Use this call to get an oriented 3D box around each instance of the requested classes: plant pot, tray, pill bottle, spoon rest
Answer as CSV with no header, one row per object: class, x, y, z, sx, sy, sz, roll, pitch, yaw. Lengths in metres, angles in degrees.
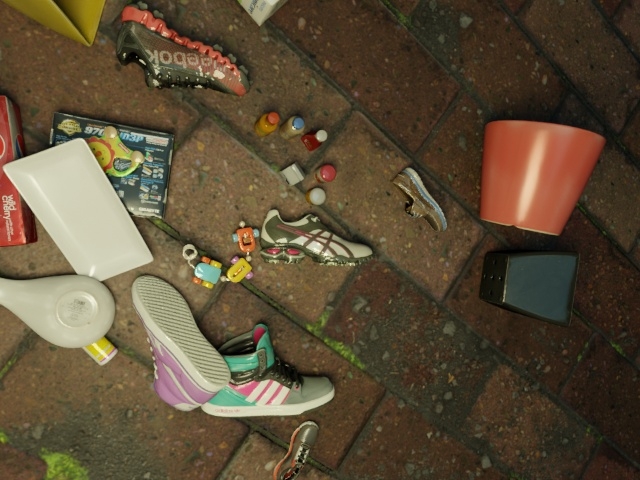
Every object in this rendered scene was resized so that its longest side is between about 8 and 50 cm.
plant pot,0.524,-0.151,1.141,0.275,0.275,0.243,8,100,-20
tray,-0.440,-0.048,0.857,0.145,0.030,0.270,-22,121,-5
pill bottle,-0.447,0.205,0.906,0.043,0.043,0.083,-42,105,-14
spoon rest,-0.518,0.106,0.837,0.276,0.084,0.137,30,64,-32
plant pot,0.522,0.108,1.186,0.167,0.187,0.188,8,90,-7
plant pot,-0.497,-0.503,0.785,0.187,0.212,0.212,15,87,-7

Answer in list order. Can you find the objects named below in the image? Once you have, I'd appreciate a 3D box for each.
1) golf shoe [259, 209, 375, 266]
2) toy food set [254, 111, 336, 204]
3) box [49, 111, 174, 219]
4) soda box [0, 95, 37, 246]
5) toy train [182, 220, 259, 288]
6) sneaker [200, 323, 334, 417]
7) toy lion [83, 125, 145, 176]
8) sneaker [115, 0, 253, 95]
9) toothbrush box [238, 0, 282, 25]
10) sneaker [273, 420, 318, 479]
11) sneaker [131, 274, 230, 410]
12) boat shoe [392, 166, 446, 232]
golf shoe,0.000,0.000,1.030,0.273,0.105,0.120,6,83,-20
toy food set,-0.037,-0.189,1.004,0.111,0.104,0.232,-36,103,-15
box,-0.411,-0.141,0.901,0.220,0.051,0.175,7,90,-19
soda box,-0.585,-0.119,0.823,0.092,0.083,0.263,-6,95,-19
toy train,-0.208,0.034,0.986,0.166,0.046,0.125,-18,97,-21
sneaker,-0.105,0.274,0.996,0.296,0.124,0.178,2,101,-19
toy lion,-0.400,-0.159,0.862,0.100,0.034,0.096,45,85,-16
sneaker,-0.278,-0.347,0.917,0.276,0.098,0.135,24,84,-17
toothbrush box,-0.137,-0.623,0.905,0.206,0.122,0.283,-46,108,-9
sneaker,-0.046,0.497,1.049,0.061,0.065,0.158,32,82,-18
sneaker,-0.319,0.217,0.924,0.161,0.102,0.282,-43,76,28
boat shoe,0.241,-0.089,1.135,0.066,0.066,0.183,-36,93,-10
